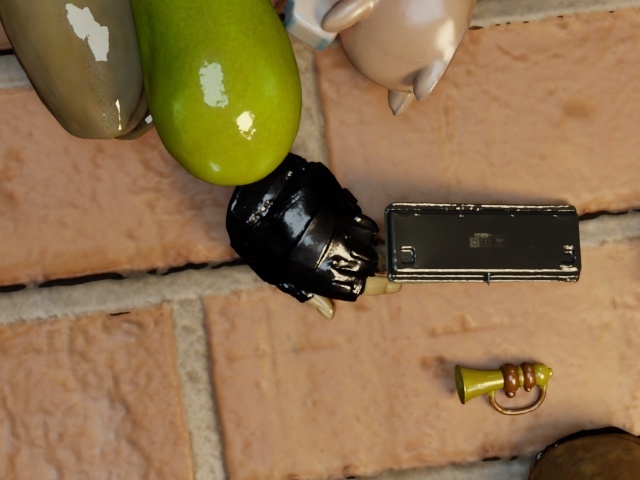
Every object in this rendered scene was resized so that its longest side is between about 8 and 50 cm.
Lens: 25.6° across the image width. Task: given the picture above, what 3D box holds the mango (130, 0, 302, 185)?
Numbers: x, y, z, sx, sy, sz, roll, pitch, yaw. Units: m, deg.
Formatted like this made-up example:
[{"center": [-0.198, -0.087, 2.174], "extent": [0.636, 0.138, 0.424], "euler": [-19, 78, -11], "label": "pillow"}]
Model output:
[{"center": [-0.105, -0.190, 1.458], "extent": [0.149, 0.185, 0.273], "euler": [-19, 77, 27], "label": "mango"}]

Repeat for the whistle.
[{"center": [0.209, 0.166, 1.585], "extent": [0.109, 0.046, 0.057], "euler": [-1, 76, -5], "label": "whistle"}]

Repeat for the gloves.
[{"center": [0.000, 0.000, 1.555], "extent": [0.203, 0.124, 0.164], "euler": [25, 109, 8], "label": "gloves"}]

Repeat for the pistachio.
[{"center": [-0.266, -0.244, 1.528], "extent": [0.181, 0.162, 0.293], "euler": [-29, 90, 27], "label": "pistachio"}]

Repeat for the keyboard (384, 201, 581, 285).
[{"center": [0.182, 0.005, 1.562], "extent": [0.230, 0.025, 0.093], "euler": [1, 82, -15], "label": "keyboard"}]

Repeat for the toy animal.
[{"center": [0.046, -0.293, 1.514], "extent": [0.256, 0.195, 0.213], "euler": [35, 78, -13], "label": "toy animal"}]

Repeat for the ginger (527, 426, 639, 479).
[{"center": [0.334, 0.343, 1.500], "extent": [0.200, 0.223, 0.269], "euler": [-38, 92, 4], "label": "ginger"}]
